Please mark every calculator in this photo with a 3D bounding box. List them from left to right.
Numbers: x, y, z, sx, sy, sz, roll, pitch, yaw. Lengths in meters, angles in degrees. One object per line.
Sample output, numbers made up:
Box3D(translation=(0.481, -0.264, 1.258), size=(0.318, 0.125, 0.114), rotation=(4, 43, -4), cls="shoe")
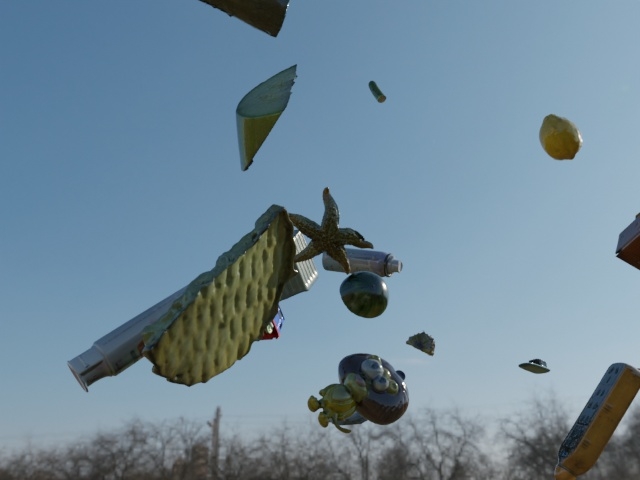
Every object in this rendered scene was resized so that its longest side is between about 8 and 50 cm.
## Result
Box3D(translation=(0.113, 0.385, 1.528), size=(0.210, 0.039, 0.121), rotation=(-14, -6, -38), cls="calculator")

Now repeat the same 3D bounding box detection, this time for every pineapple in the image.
Box3D(translation=(0.233, 0.230, 1.486), size=(0.083, 0.045, 0.019), rotation=(22, -23, 52), cls="pineapple")

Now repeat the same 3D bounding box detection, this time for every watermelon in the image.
Box3D(translation=(0.095, 0.102, 1.323), size=(0.106, 0.105, 0.062), rotation=(10, -39, -19), cls="watermelon")

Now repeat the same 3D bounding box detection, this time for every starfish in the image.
Box3D(translation=(0.000, 0.000, 1.389), size=(0.176, 0.053, 0.208), rotation=(-41, -77, 9), cls="starfish")

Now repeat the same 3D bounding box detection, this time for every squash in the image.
Box3D(translation=(-0.127, -0.283, 1.588), size=(0.204, 0.236, 0.155), rotation=(-14, -56, 19), cls="squash")
Box3D(translation=(0.159, -0.429, 1.879), size=(0.028, 0.083, 0.027), rotation=(-16, -39, -13), cls="squash")

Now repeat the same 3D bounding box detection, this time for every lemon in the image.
Box3D(translation=(0.709, -0.306, 1.944), size=(0.114, 0.155, 0.114), rotation=(-26, -12, -6), cls="lemon")

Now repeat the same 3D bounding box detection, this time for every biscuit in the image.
Box3D(translation=(-0.121, 0.093, 0.878), size=(0.036, 0.273, 0.187), rotation=(23, -37, 30), cls="biscuit")

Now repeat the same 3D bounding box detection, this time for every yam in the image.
Box3D(translation=(-0.187, -0.518, 1.346), size=(0.259, 0.106, 0.106), rotation=(25, -28, -10), cls="yam")

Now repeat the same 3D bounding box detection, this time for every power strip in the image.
Box3D(translation=(0.329, 0.220, 0.784), size=(0.028, 0.178, 0.049), rotation=(35, -10, 4), cls="power strip")

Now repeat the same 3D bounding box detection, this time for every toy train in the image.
Box3D(translation=(-0.191, 0.223, 2.105), size=(0.083, 0.131, 0.204), rotation=(-6, -56, 19), cls="toy train")

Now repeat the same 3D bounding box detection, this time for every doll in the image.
Box3D(translation=(0.077, 0.273, 1.151), size=(0.145, 0.188, 0.096), rotation=(30, -50, 19), cls="doll")

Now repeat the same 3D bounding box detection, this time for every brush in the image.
Box3D(translation=(0.511, 0.297, 1.573), size=(0.043, 0.032, 0.193), rotation=(-17, -25, 28), cls="brush")

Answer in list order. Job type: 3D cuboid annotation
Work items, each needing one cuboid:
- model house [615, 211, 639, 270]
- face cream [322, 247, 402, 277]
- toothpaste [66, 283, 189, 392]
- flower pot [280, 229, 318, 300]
Box3D(translation=(0.713, -0.016, 1.319), size=(0.136, 0.207, 0.219), rotation=(-11, -31, -29), cls="model house")
Box3D(translation=(0.120, 0.061, 1.855), size=(0.229, 0.075, 0.075), rotation=(5, -19, 29), cls="face cream")
Box3D(translation=(-0.261, 0.134, 1.096), size=(0.323, 0.066, 0.100), rotation=(-34, -32, -28), cls="toothpaste")
Box3D(translation=(-0.145, 0.086, 2.237), size=(0.239, 0.189, 0.209), rotation=(-20, 17, -3), cls="flower pot")
